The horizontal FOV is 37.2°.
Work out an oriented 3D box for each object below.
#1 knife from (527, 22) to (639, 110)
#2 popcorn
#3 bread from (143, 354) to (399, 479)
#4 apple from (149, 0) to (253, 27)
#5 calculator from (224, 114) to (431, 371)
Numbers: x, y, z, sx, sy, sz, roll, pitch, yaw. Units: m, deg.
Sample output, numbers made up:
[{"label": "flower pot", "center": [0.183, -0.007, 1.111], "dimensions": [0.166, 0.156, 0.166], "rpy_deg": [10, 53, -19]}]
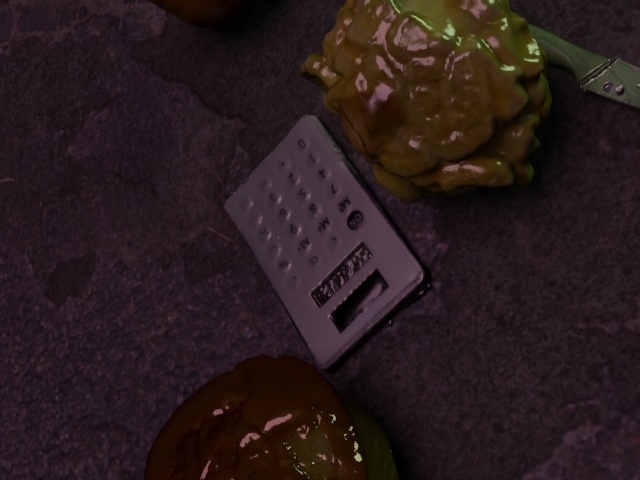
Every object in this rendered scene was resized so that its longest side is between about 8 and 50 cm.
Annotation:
[{"label": "knife", "center": [0.251, -0.159, 0.889], "dimensions": [0.293, 0.020, 0.043], "rpy_deg": [32, 94, 37]}, {"label": "popcorn", "center": [0.101, -0.139, 0.884], "dimensions": [0.216, 0.181, 0.235], "rpy_deg": [-26, 93, 19]}, {"label": "bread", "center": [-0.053, 0.248, 0.889], "dimensions": [0.270, 0.148, 0.270], "rpy_deg": [-21, 51, 28]}, {"label": "apple", "center": [-0.139, -0.346, 1.136], "dimensions": [0.195, 0.160, 0.173], "rpy_deg": [33, 101, 36]}, {"label": "calculator", "center": [0.000, 0.000, 1.024], "dimensions": [0.161, 0.021, 0.262], "rpy_deg": [-45, 55, 17]}]
